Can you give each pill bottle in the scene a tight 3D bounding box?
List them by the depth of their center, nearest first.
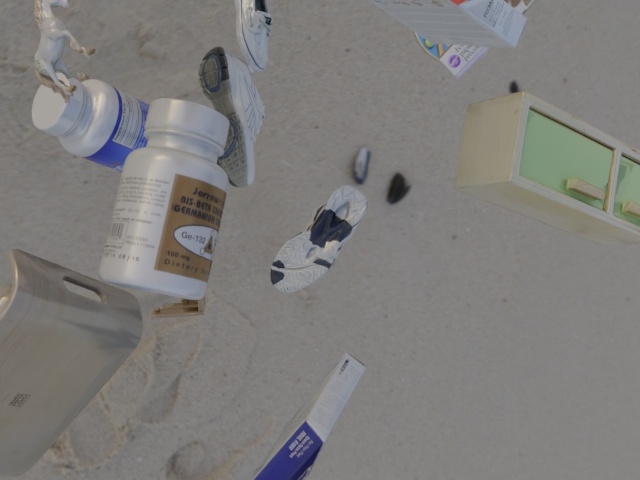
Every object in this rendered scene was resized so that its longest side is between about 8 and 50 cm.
[{"bbox_3d":[-0.185,-0.050,0.852,0.131,0.131,0.230,16,80,-34],"label":"pill bottle"},{"bbox_3d":[-0.415,-0.222,1.351,0.272,0.152,0.152,20,86,-53],"label":"pill bottle"}]

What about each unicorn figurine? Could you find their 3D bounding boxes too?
[{"bbox_3d":[-0.384,-0.291,1.009,0.111,0.060,0.162,36,109,8],"label":"unicorn figurine"}]

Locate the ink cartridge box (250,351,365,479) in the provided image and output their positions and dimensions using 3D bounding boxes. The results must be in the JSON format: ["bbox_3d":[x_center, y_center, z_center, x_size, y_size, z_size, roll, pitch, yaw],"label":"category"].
[{"bbox_3d":[-0.036,0.302,1.024,0.045,0.223,0.224,36,35,2],"label":"ink cartridge box"}]

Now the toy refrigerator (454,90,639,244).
[{"bbox_3d":[0.290,-0.075,0.800,0.269,0.094,0.102,17,80,-32],"label":"toy refrigerator"}]

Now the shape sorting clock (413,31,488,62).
[{"bbox_3d":[0.316,-0.510,1.641,0.206,0.040,0.206,2,80,-14],"label":"shape sorting clock"}]

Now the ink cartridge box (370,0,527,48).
[{"bbox_3d":[0.176,-0.368,1.061,0.232,0.189,0.066,22,91,-41],"label":"ink cartridge box"}]

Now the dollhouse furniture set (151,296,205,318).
[{"bbox_3d":[-0.349,0.096,1.684,0.123,0.144,0.151,-4,99,-7],"label":"dollhouse furniture set"}]

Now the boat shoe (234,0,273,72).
[{"bbox_3d":[-0.149,-0.507,1.587,0.083,0.075,0.227,-22,102,-60],"label":"boat shoe"}]

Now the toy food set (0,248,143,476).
[{"bbox_3d":[-0.386,0.165,0.841,0.306,0.092,0.219,-49,150,1],"label":"toy food set"}]

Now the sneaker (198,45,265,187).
[{"bbox_3d":[-0.165,-0.257,1.443,0.129,0.111,0.297,0,81,-49],"label":"sneaker"}]

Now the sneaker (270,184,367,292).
[{"bbox_3d":[0.000,0.000,1.307,0.094,0.153,0.235,33,91,5],"label":"sneaker"}]

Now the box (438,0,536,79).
[{"bbox_3d":[0.393,-0.491,1.489,0.063,0.067,0.324,43,108,-7],"label":"box"}]
